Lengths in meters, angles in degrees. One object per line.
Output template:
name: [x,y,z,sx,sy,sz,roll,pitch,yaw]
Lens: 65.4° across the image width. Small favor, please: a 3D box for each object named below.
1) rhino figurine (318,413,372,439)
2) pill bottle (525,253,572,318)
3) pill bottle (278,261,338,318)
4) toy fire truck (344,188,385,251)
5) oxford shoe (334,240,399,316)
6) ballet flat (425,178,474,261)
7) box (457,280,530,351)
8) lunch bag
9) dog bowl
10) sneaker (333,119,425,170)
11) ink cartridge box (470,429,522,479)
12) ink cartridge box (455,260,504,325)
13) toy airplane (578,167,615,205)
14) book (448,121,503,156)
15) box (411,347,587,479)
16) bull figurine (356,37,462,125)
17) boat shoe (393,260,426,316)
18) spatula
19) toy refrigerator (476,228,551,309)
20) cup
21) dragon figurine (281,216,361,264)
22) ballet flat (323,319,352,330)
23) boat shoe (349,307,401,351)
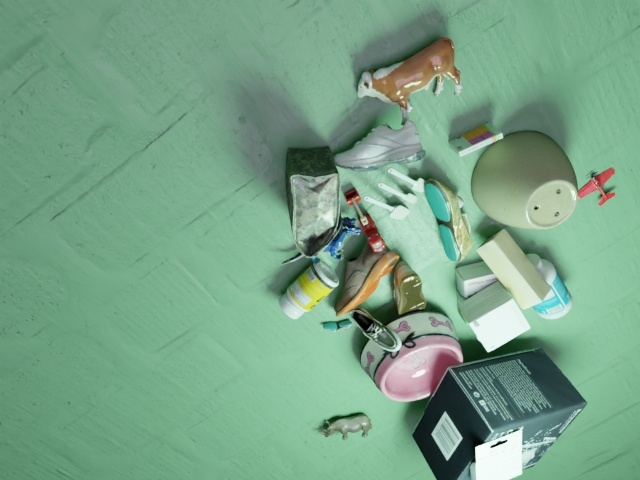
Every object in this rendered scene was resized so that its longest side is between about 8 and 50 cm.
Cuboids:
rhino figurine: [0.110,0.821,2.197,0.243,0.073,0.106,-8,124,-2]
pill bottle: [0.839,0.168,1.893,0.146,0.146,0.264,-35,118,12]
pill bottle: [-0.045,0.180,1.789,0.119,0.119,0.208,39,108,-25]
toy fire truck: [0.150,-0.066,1.669,0.047,0.192,0.135,-28,147,8]
oxford shoe: [0.139,0.136,1.811,0.133,0.130,0.364,46,123,17]
ballet flat: [0.455,-0.086,1.727,0.123,0.123,0.348,-22,119,5]
box: [0.636,0.280,1.834,0.182,0.119,0.181,-33,119,11]
lunch bag: [-0.023,-0.118,1.557,0.169,0.235,0.287,-2,120,-5]
dog bowl: [0.369,0.468,1.947,0.408,0.150,0.408,-10,129,-12]
sneaker: [0.176,-0.287,1.546,0.297,0.111,0.129,-8,89,26]
ink cartridge box: [0.631,0.777,1.792,0.189,0.066,0.232,-16,112,-10]
ink cartridge box: [0.611,0.198,1.907,0.160,0.092,0.219,-14,121,-1]
toy airplane: [0.998,-0.184,1.786,0.151,0.028,0.151,-4,118,-7]
book: [0.495,-0.322,1.597,0.144,0.096,0.035,-23,120,6]
box: [0.695,0.720,2.003,0.471,0.297,0.480,-6,131,-24]
bull figurine: [0.266,-0.469,1.482,0.310,0.101,0.188,-26,127,13]
boat shoe: [0.324,0.194,1.865,0.109,0.098,0.302,-20,138,-3]
spatula: [0.255,-0.152,1.648,0.242,0.019,0.168,15,125,-47]
toy refrigerator: [0.685,0.103,1.778,0.269,0.102,0.094,53,140,4]
cup: [0.696,-0.166,1.634,0.331,0.237,0.331,-3,119,-6]
dragon figurine: [0.000,0.000,1.710,0.289,0.085,0.144,-8,119,7]
ballet flat: [0.067,0.338,1.941,0.114,0.041,0.041,-7,120,-3]
boat shoe: [0.195,0.328,1.818,0.219,0.070,0.078,36,98,22]
